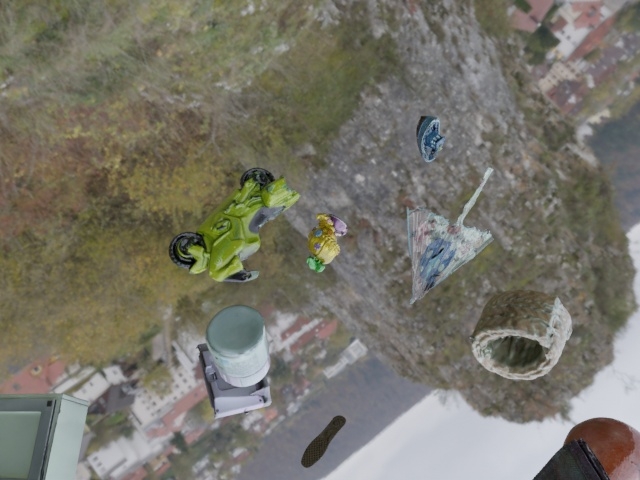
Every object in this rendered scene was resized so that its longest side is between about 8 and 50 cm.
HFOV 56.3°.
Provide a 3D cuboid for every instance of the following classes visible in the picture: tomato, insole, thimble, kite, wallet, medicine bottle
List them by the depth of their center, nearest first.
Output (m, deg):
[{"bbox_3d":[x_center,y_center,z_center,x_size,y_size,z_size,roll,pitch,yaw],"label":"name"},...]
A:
[{"bbox_3d":[0.300,0.338,0.735,0.030,0.111,0.165,10,124,-20],"label":"wallet"},{"bbox_3d":[0.006,0.418,1.248,0.135,0.045,0.002,-44,131,-29],"label":"insole"},{"bbox_3d":[-0.181,0.242,1.353,0.135,0.135,0.168,-36,149,-21],"label":"medicine bottle"},{"bbox_3d":[0.295,-0.005,1.364,0.406,0.014,0.368,13,110,-48],"label":"kite"},{"bbox_3d":[0.489,0.234,1.466,0.229,0.196,0.148,-15,-149,47],"label":"thimble"},{"bbox_3d":[0.859,0.664,1.810,0.265,0.265,0.265,-39,168,-9],"label":"tomato"}]

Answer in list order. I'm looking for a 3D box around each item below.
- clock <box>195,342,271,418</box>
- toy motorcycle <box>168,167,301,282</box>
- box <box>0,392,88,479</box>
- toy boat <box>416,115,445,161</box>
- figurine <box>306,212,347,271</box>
[{"bbox_3d":[-0.271,0.420,1.871,0.187,0.253,0.083,-7,148,-27],"label":"clock"},{"bbox_3d":[-0.188,-0.026,1.454,0.342,0.206,0.142,-48,-175,-21],"label":"toy motorcycle"},{"bbox_3d":[-0.690,0.479,1.392,0.225,0.224,0.117,-4,155,13],"label":"box"},{"bbox_3d":[0.255,-0.233,1.369,0.060,0.061,0.137,-40,146,-20],"label":"toy boat"},{"bbox_3d":[0.000,0.000,1.623,0.115,0.095,0.156,41,75,-41],"label":"figurine"}]
